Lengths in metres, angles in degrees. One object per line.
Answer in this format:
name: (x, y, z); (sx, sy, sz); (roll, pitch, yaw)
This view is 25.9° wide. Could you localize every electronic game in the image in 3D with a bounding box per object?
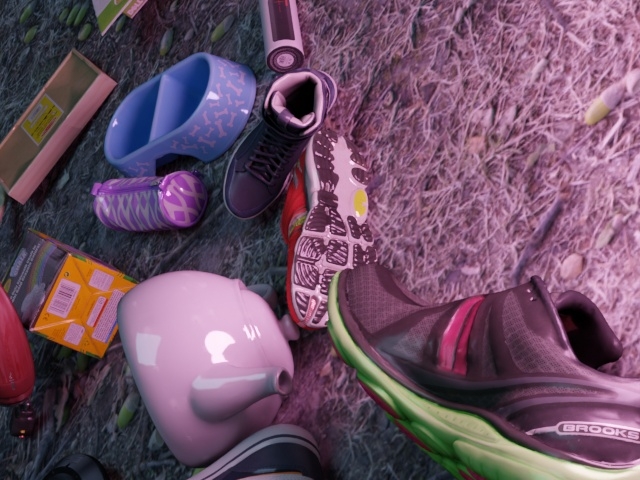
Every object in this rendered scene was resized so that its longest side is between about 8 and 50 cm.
electronic game: (-0.342, 0.401, 1.875); (0.229, 0.048, 0.229); (-25, 57, 45)

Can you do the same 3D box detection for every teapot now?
teapot: (-0.115, 0.133, 1.652); (0.187, 0.252, 0.256); (-24, 62, 1)

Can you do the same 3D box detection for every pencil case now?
pencil case: (-0.252, -0.057, 2.040); (0.206, 0.088, 0.086); (-6, 61, 51)

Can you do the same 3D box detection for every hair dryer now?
hair dryer: (-0.485, 0.150, 2.036); (0.223, 0.080, 0.293); (57, 151, 23)

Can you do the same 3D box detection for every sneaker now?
sneaker: (0.176, 0.130, 1.337); (0.202, 0.185, 0.483); (-46, 37, -9)
sneaker: (0.000, 0.000, 1.698); (0.118, 0.107, 0.279); (-45, 30, 47)
sneaker: (-0.061, -0.125, 1.790); (0.226, 0.086, 0.163); (-58, 1, 5)
sneaker: (-0.126, 0.342, 1.576); (0.321, 0.126, 0.127); (-42, 34, 23)

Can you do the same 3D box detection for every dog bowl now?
dog bowl: (-0.221, -0.183, 2.099); (0.297, 0.074, 0.166); (-22, 51, 43)

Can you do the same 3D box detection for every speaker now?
speaker: (-0.056, -0.302, 1.989); (0.055, 0.055, 0.136); (-38, 41, 30)

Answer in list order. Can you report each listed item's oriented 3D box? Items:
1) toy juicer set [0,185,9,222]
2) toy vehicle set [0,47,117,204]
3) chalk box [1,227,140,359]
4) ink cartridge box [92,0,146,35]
toy juicer set: (-0.647, -0.026, 2.541); (0.329, 0.089, 0.209); (-14, 34, 32)
toy vehicle set: (-0.475, -0.203, 2.441); (0.267, 0.035, 0.166); (-52, 35, 3)
chalk box: (-0.392, 0.073, 2.093); (0.213, 0.132, 0.132); (24, 88, 56)
ink cartridge box: (-0.304, -0.462, 2.375); (0.189, 0.097, 0.255); (-44, 40, 23)
